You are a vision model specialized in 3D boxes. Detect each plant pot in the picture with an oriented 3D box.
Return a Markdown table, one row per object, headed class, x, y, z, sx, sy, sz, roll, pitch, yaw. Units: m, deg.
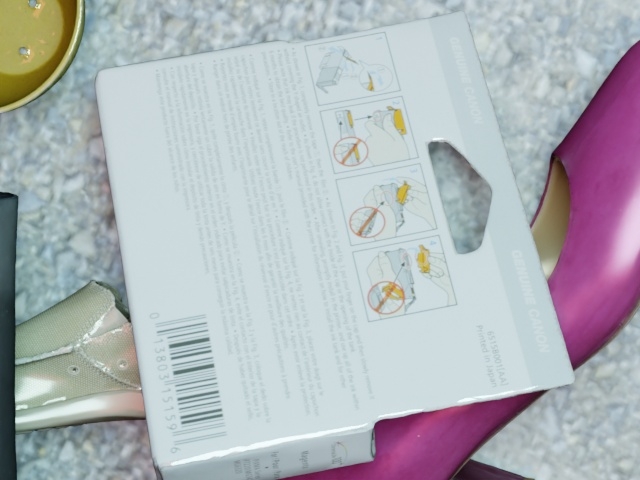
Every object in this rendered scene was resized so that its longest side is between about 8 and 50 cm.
| class | x | y | z | sx | sy | sz | roll | pitch | yaw |
| --- | --- | --- | --- | --- | --- | --- | --- | --- | --- |
| plant pot | -0.206 | -0.142 | 1.045 | 0.134 | 0.095 | 0.134 | 0 | 90 | 6 |

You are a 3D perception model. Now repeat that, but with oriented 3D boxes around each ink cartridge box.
| class | x | y | z | sx | sy | sz | roll | pitch | yaw |
| --- | --- | --- | --- | --- | --- | --- | --- | --- | --- |
| ink cartridge box | 0.000 | 0.000 | 0.987 | 0.238 | 0.060 | 0.275 | -10 | 60 | -5 |

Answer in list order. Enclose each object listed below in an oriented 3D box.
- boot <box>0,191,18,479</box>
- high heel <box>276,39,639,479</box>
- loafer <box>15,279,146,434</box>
| class | x | y | z | sx | sy | sz | roll | pitch | yaw |
| --- | --- | --- | --- | --- | --- | --- | --- | --- | --- |
| boot | -0.186 | 0.186 | 0.948 | 0.367 | 0.146 | 0.445 | -4 | 91 | -11 |
| high heel | 0.090 | 0.030 | 0.998 | 0.181 | 0.127 | 0.377 | 20 | 95 | -4 |
| loafer | -0.153 | 0.071 | 1.045 | 0.268 | 0.102 | 0.092 | -4 | 89 | -4 |
